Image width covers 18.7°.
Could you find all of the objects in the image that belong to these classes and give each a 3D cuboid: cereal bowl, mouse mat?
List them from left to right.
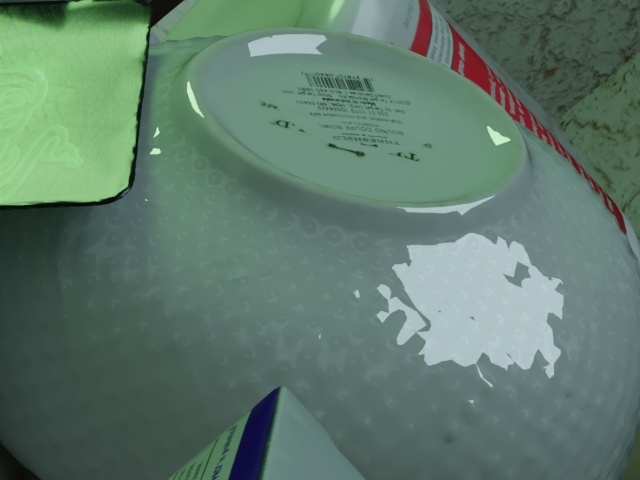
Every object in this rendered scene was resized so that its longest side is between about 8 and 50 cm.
[{"bbox_3d":[-0.153,-0.063,0.854,0.189,0.153,0.007,-93,-179,-56],"label":"mouse mat"},{"bbox_3d":[0.000,0.000,0.903,0.339,0.141,0.339,11,32,-7],"label":"cereal bowl"}]

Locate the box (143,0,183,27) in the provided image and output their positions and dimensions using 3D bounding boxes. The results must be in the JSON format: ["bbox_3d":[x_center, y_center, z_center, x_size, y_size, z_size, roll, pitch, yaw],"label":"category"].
[{"bbox_3d":[-0.161,-0.216,1.114,0.167,0.203,0.168,49,-2,35],"label":"box"}]

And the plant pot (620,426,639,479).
[{"bbox_3d":[0.233,0.220,1.171,0.280,0.323,0.323,37,10,13],"label":"plant pot"}]

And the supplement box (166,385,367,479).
[{"bbox_3d":[-0.058,0.155,0.455,0.111,0.220,0.114,49,11,-9],"label":"supplement box"}]

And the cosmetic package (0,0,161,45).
[{"bbox_3d":[-0.135,-0.085,1.045,0.239,0.099,0.060,53,12,-52],"label":"cosmetic package"}]

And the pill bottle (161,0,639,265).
[{"bbox_3d":[0.071,0.001,1.323,0.408,0.229,0.229,43,14,-27],"label":"pill bottle"}]
